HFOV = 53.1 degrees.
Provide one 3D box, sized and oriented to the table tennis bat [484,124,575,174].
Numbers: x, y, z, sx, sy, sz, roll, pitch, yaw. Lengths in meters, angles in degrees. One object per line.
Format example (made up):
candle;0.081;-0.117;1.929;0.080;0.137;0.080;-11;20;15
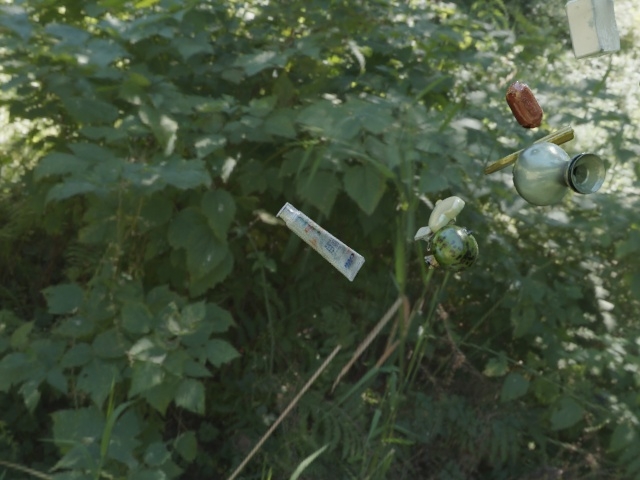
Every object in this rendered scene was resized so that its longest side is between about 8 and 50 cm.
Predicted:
table tennis bat;0.709;-0.299;2.182;0.198;0.321;0.050;-12;76;-65

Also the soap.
soap;0.588;-0.458;1.376;0.063;0.121;0.183;-8;9;38

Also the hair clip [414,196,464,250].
hair clip;0.355;-0.064;1.889;0.071;0.218;0.159;30;53;-6

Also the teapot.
teapot;0.658;-0.183;1.762;0.183;0.183;0.251;11;2;-17

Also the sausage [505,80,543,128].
sausage;0.558;-0.370;1.755;0.141;0.076;0.076;55;8;-20

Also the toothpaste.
toothpaste;0.000;0.000;2.078;0.323;0.066;0.100;38;59;-8

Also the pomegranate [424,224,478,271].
pomegranate;0.314;0.029;1.574;0.122;0.161;0.122;30;40;-28
